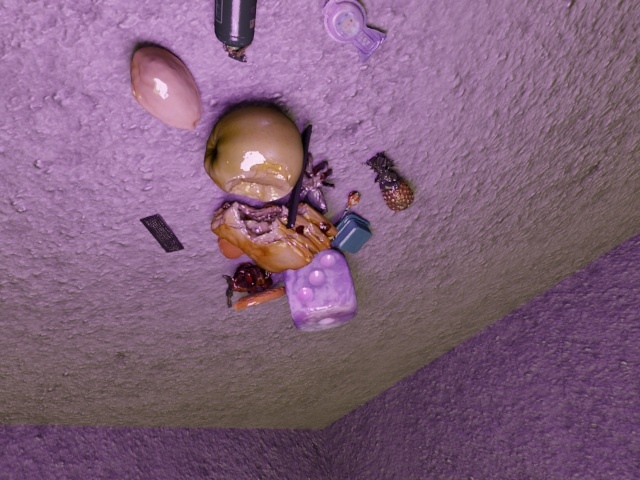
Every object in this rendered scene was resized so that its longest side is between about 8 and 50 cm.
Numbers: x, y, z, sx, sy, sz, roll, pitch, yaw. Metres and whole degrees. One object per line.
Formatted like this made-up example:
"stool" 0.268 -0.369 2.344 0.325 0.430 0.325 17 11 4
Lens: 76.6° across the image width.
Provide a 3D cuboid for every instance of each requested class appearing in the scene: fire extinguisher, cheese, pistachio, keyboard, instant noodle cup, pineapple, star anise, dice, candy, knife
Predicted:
"fire extinguisher" -0.186 -0.547 0.915 0.095 0.114 0.311 26 134 10
"cheese" 0.084 -0.548 1.046 0.190 0.042 0.105 20 129 -39
"pistachio" -0.385 -0.373 1.017 0.152 0.126 0.223 -50 144 -18
"keyboard" -0.066 -0.188 1.219 0.018 0.310 0.101 11 175 -13
"instant noodle cup" 0.124 -0.017 1.613 0.157 0.070 0.179 -48 144 16
"pineapple" 0.250 -0.215 1.456 0.125 0.125 0.251 -30 129 15
"keyboard" -0.561 -0.019 1.444 0.074 0.015 0.197 -17 140 0
"star anise" -0.043 -0.179 1.377 0.198 0.111 0.258 -10 134 -9
"dice" -0.001 0.206 1.677 0.269 0.272 0.270 -13 152 -2
"star anise" -0.270 0.145 1.654 0.189 0.126 0.220 -6 162 -14
"candy" 0.102 -0.117 1.553 0.055 0.049 0.185 -45 169 -42
"knife" -0.397 0.223 1.777 0.045 0.021 0.222 -8 135 -12

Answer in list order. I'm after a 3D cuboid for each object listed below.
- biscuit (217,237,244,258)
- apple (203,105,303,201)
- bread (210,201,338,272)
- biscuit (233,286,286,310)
"biscuit" -0.293 0.034 1.587 0.191 0.036 0.186 -10 141 -7
"apple" -0.181 -0.243 1.137 0.278 0.279 0.279 -10 140 -9
"bread" -0.164 -0.015 1.383 0.369 0.192 0.314 27 149 -33
"biscuit" -0.241 0.233 1.707 0.204 0.040 0.309 -16 178 2
